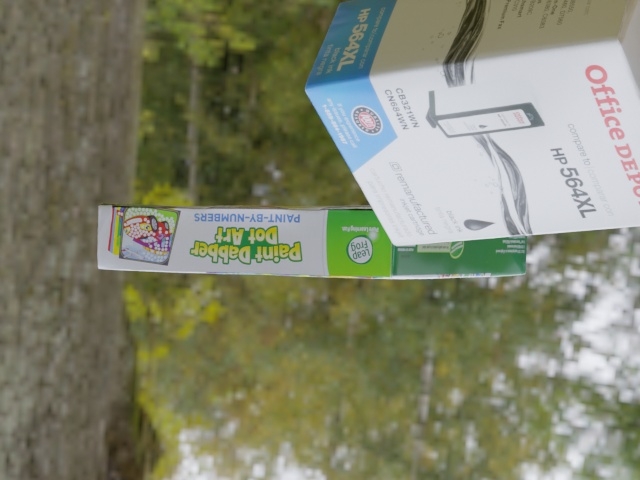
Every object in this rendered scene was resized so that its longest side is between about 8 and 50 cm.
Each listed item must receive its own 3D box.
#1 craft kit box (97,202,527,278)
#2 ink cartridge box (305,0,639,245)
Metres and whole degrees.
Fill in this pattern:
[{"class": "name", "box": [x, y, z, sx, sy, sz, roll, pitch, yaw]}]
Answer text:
[{"class": "craft kit box", "box": [0.000, 0.000, 1.244, 0.247, 0.061, 0.250, 4, -179, 29]}, {"class": "ink cartridge box", "box": [0.117, -0.080, 0.986, 0.203, 0.148, 0.086, -5, -136, 31]}]
